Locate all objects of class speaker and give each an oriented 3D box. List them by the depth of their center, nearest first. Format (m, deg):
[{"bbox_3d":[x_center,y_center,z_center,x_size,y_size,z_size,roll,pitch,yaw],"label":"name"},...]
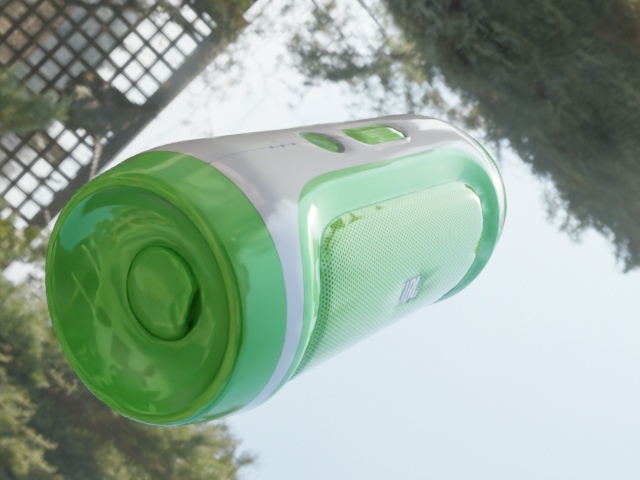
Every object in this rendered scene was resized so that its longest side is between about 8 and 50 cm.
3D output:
[{"bbox_3d":[0.000,0.000,0.490,0.131,0.131,0.296,-32,173,32],"label":"speaker"}]
